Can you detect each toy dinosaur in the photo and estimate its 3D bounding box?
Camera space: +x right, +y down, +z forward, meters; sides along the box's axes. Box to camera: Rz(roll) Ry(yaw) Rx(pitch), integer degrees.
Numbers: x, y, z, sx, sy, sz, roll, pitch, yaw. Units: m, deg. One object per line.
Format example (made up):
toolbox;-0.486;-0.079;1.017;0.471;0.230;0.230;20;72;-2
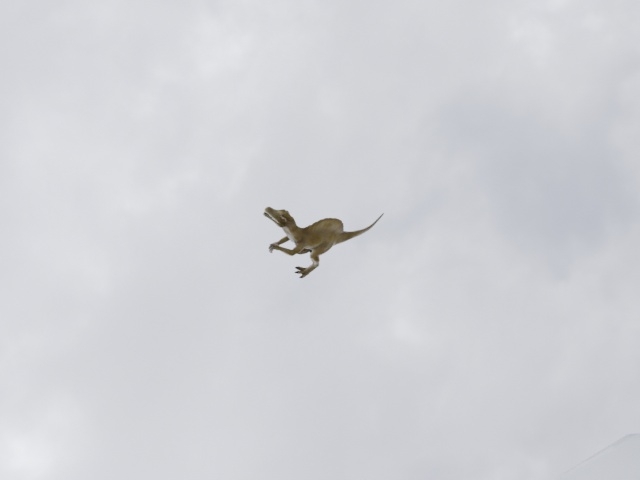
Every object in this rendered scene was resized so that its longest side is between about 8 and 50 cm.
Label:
toy dinosaur;0.000;0.000;1.018;0.183;0.053;0.092;5;-38;-41

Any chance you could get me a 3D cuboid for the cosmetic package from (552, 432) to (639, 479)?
cosmetic package;0.376;0.287;0.770;0.155;0.365;0.197;-24;-101;-18
